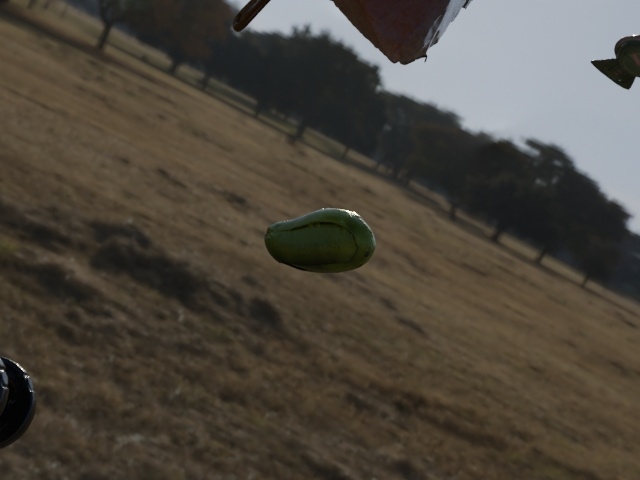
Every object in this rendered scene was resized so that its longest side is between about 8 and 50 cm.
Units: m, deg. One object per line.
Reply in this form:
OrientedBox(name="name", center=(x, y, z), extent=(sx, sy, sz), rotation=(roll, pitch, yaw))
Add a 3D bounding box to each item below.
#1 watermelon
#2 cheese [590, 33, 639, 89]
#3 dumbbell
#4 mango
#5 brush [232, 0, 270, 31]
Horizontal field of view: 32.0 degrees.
OrientedBox(name="watermelon", center=(0.103, -0.355, 1.186), extent=(0.283, 0.250, 0.292), rotation=(1, 36, -6))
OrientedBox(name="cheese", center=(0.363, -0.207, 1.288), extent=(0.067, 0.026, 0.121), rotation=(36, -17, -8))
OrientedBox(name="dumbbell", center=(-0.497, 0.223, 1.595), extent=(0.143, 0.143, 0.325), rotation=(28, -13, 9))
OrientedBox(name="mango", center=(0.000, 0.000, 1.568), extent=(0.165, 0.091, 0.074), rotation=(3, -5, 26))
OrientedBox(name="brush", center=(-0.029, -0.220, 0.930), extent=(0.014, 0.043, 0.170), rotation=(18, -31, -29))
